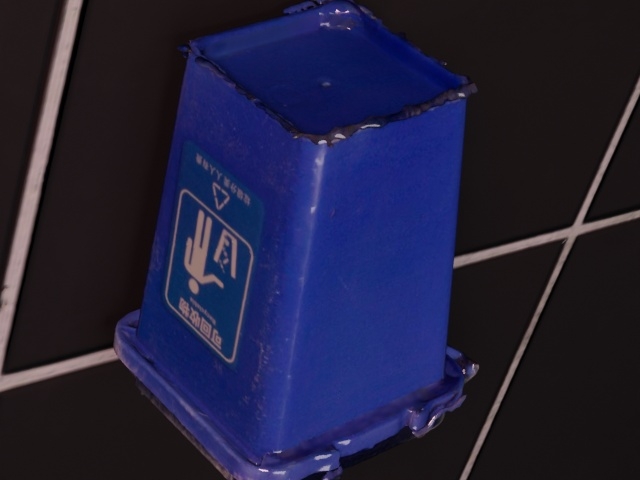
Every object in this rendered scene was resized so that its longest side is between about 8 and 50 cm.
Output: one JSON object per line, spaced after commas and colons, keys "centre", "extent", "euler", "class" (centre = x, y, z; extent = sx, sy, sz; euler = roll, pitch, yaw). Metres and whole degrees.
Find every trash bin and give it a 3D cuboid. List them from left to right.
{"centre": [0.000, 0.000, 0.892], "extent": [0.184, 0.162, 0.234], "euler": [-21, 133, -34], "class": "trash bin"}
